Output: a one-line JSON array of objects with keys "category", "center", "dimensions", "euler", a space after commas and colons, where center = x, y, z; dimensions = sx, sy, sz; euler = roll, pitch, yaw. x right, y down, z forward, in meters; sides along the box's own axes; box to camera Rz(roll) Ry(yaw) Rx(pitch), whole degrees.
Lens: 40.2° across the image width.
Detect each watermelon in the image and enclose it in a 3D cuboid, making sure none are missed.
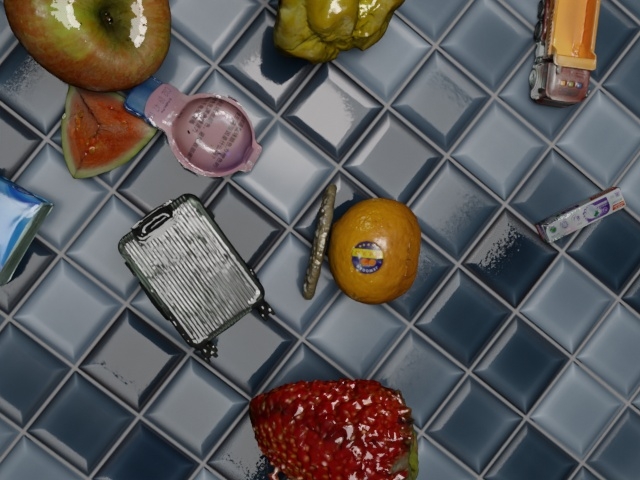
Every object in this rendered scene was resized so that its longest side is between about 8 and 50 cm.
[{"category": "watermelon", "center": [-0.445, -0.208, 1.750], "dimensions": [0.193, 0.137, 0.145], "euler": [28, 119, -8]}]

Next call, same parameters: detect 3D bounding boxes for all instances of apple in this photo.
[{"category": "apple", "center": [-0.445, -0.430, 1.677], "dimensions": [0.277, 0.250, 0.309], "euler": [-46, 118, -18]}]

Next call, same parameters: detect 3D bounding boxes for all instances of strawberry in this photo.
[{"category": "strawberry", "center": [0.028, 0.414, 1.757], "dimensions": [0.344, 0.292, 0.292], "euler": [-2, 92, 11]}]

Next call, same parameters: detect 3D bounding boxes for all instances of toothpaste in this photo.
[{"category": "toothpaste", "center": [0.565, -0.056, 1.900], "dimensions": [0.196, 0.040, 0.047], "euler": [-26, 99, -5]}]

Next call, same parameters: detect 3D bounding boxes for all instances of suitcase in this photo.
[{"category": "suitcase", "center": [-0.251, 0.070, 1.761], "dimensions": [0.202, 0.128, 0.312], "euler": [-37, 96, -4]}]

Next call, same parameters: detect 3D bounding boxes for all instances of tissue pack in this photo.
[{"category": "tissue pack", "center": [-0.692, -0.054, 1.695], "dimensions": [0.263, 0.146, 0.198], "euler": [30, 88, -7]}]

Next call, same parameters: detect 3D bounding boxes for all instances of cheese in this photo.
[{"category": "cheese", "center": [-0.252, -0.233, 1.761], "dimensions": [0.286, 0.074, 0.188], "euler": [28, 66, -10]}]

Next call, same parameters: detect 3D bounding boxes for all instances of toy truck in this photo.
[{"category": "toy truck", "center": [0.517, -0.421, 1.833], "dimensions": [0.114, 0.135, 0.270], "euler": [6, 91, -8]}]

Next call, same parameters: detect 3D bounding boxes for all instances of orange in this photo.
[{"category": "orange", "center": [0.110, 0.022, 1.762], "dimensions": [0.193, 0.219, 0.219], "euler": [6, 91, 22]}]

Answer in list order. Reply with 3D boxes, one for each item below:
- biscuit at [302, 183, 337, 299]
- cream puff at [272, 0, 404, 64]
[{"category": "biscuit", "center": [-0.001, 0.003, 1.786], "dimensions": [0.032, 0.133, 0.249], "euler": [13, 91, -1]}, {"category": "cream puff", "center": [0.046, -0.483, 1.674], "dimensions": [0.257, 0.324, 0.291], "euler": [6, 66, -8]}]
